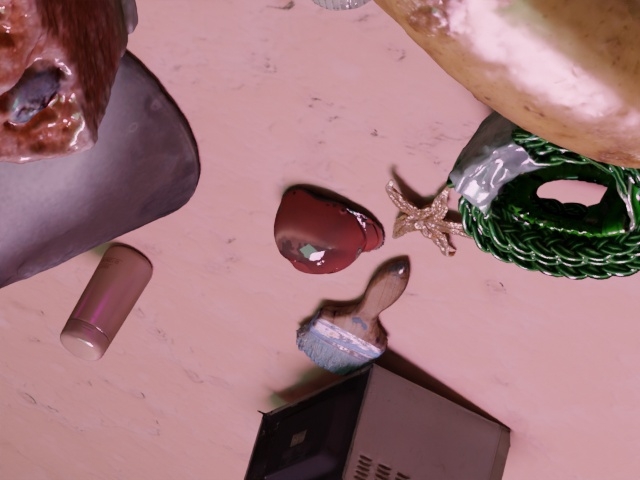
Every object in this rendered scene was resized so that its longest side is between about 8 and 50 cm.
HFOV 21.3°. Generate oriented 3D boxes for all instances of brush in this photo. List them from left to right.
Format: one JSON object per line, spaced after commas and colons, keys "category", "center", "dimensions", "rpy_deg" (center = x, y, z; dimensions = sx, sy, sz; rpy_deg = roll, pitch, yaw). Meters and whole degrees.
{"category": "brush", "center": [0.034, 0.058, 1.346], "dimensions": [0.070, 0.021, 0.196], "rpy_deg": [30, 147, -4]}

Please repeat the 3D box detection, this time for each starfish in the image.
{"category": "starfish", "center": [0.071, -0.016, 1.206], "dimensions": [0.086, 0.016, 0.092], "rpy_deg": [-10, 139, 44]}

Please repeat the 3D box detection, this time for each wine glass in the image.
{"category": "wine glass", "center": [-0.286, 0.054, 1.209], "dimensions": [0.267, 0.406, 0.267], "rpy_deg": [20, 152, 11]}

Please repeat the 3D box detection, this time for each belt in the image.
{"category": "belt", "center": [0.157, -0.042, 1.049], "dimensions": [0.151, 0.079, 0.121], "rpy_deg": [-8, 126, 28]}

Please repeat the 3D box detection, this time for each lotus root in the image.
{"category": "lotus root", "center": [0.107, -0.142, 0.844], "dimensions": [0.284, 0.146, 0.160], "rpy_deg": [37, -170, -18]}

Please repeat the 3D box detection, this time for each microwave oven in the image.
{"category": "microwave oven", "center": [0.038, 0.210, 1.448], "dimensions": [0.163, 0.129, 0.205], "rpy_deg": [25, 151, -19]}

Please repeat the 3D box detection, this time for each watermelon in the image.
{"category": "watermelon", "center": [-0.198, -0.181, 0.996], "dimensions": [0.151, 0.302, 0.264], "rpy_deg": [-15, 143, -4]}

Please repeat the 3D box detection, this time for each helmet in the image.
{"category": "helmet", "center": [0.001, 0.001, 1.251], "dimensions": [0.084, 0.049, 0.065], "rpy_deg": [22, 148, 9]}

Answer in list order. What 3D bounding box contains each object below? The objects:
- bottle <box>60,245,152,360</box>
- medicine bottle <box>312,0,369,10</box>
{"category": "bottle", "center": [-0.180, 0.053, 1.421], "dimensions": [0.045, 0.096, 0.045], "rpy_deg": [20, 148, 13]}
{"category": "medicine bottle", "center": [0.008, -0.176, 0.977], "dimensions": [0.047, 0.047, 0.083], "rpy_deg": [15, 147, 18]}
